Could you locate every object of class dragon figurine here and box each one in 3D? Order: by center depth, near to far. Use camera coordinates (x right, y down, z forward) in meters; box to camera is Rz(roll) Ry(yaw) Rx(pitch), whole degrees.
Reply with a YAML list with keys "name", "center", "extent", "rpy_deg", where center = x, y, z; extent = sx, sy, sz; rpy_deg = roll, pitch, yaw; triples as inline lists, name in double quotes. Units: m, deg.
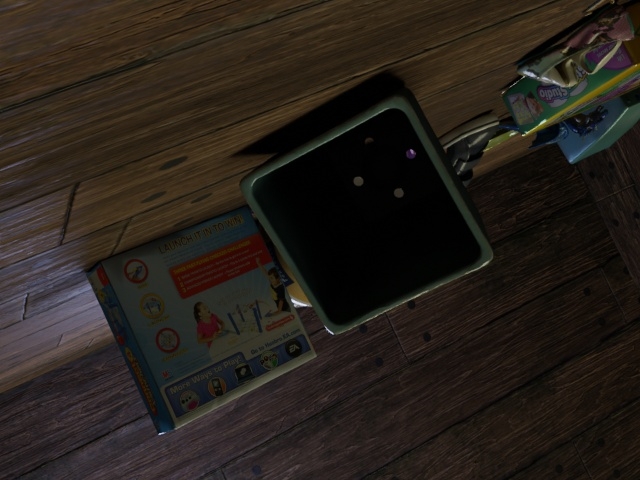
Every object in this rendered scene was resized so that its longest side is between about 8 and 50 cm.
- name: "dragon figurine"
  center: [0.521, -0.263, 2.229]
  extent: [0.289, 0.144, 0.085]
  rpy_deg: [-29, 175, 40]

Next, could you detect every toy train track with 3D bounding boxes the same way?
- name: "toy train track"
  center: [0.406, -0.340, 1.371]
  extent: [0.048, 0.014, 0.083]
  rpy_deg: [-24, 176, -25]

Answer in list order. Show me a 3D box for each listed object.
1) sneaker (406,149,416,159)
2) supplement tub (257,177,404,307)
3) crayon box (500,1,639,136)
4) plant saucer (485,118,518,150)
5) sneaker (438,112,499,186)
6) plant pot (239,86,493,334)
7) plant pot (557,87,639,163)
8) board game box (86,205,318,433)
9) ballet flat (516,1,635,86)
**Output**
- name: "sneaker"
  center: [0.125, -0.152, 1.746]
  extent: [0.071, 0.068, 0.170]
  rpy_deg: [-18, 174, -26]
- name: "supplement tub"
  center: [0.017, -0.006, 1.771]
  extent: [0.228, 0.228, 0.316]
  rpy_deg: [-23, 175, -36]
- name: "crayon box"
  center: [0.546, -0.334, 1.711]
  extent: [0.313, 0.106, 0.363]
  rpy_deg: [-23, 175, -21]
- name: "plant saucer"
  center: [0.415, -0.255, 2.473]
  extent: [0.240, 0.037, 0.241]
  rpy_deg: [-25, 176, -2]
- name: "sneaker"
  center: [0.304, -0.176, 2.176]
  extent: [0.126, 0.128, 0.321]
  rpy_deg: [-21, 173, -38]
- name: "plant pot"
  center: [0.077, -0.069, 1.326]
  extent: [0.247, 0.248, 0.252]
  rpy_deg: [-27, -166, 19]
- name: "plant pot"
  center: [0.723, -0.342, 2.462]
  extent: [0.165, 0.166, 0.234]
  rpy_deg: [-23, 168, -30]
- name: "board game box"
  center: [-0.202, 0.132, 1.667]
  extent: [0.308, 0.302, 0.086]
  rpy_deg: [-23, 176, -34]
- name: "ballet flat"
  center: [0.404, -0.293, 1.520]
  extent: [0.076, 0.079, 0.221]
  rpy_deg: [-24, 176, -40]
